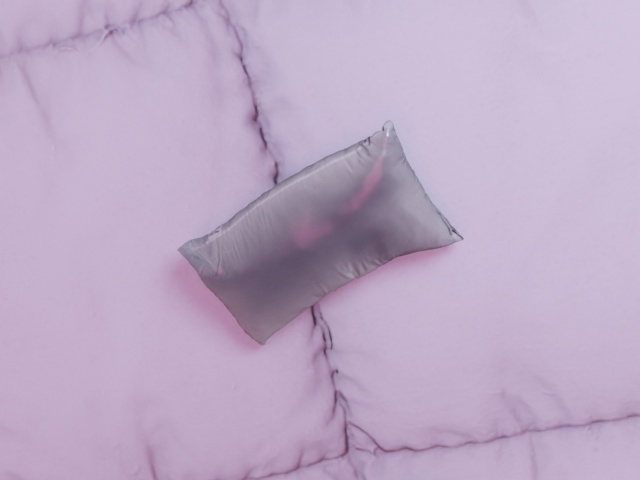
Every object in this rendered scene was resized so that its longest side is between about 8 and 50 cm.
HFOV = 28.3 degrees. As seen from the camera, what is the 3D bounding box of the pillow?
[{"bbox_3d":[0.001,0.000,1.228,0.254,0.078,0.144,-30,110,19],"label":"pillow"}]
